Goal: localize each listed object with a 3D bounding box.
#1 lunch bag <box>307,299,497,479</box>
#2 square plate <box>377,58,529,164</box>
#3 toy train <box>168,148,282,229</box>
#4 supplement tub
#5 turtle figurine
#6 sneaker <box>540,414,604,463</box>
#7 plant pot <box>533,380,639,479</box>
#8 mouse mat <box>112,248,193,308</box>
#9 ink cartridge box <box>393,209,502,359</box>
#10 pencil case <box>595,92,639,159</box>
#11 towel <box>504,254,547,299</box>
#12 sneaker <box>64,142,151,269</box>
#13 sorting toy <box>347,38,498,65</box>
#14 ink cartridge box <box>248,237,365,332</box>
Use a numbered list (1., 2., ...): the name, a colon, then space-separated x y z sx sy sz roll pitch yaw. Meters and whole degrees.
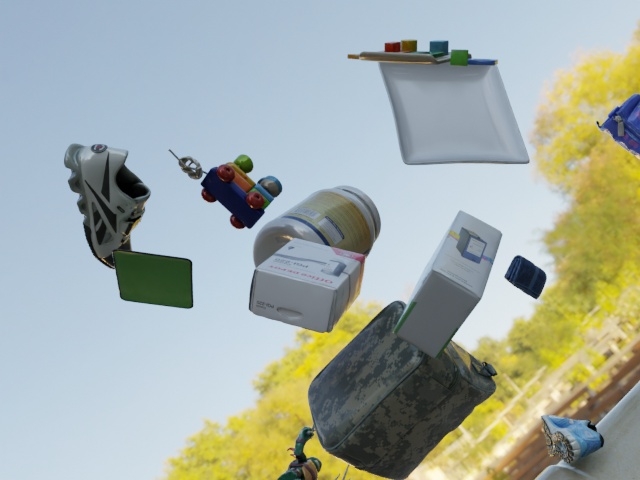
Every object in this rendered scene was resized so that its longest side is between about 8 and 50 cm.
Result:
1. lunch bag: 0.160 0.305 1.446 0.256 0.212 0.305 34 -73 -26
2. square plate: 0.337 -0.330 1.961 0.344 0.347 0.049 -3 -29 -14
3. toy train: -0.206 -0.153 1.696 0.105 0.248 0.143 -45 2 42
4. supplement tub: 0.000 0.000 1.937 0.316 0.228 0.228 -37 -17 -49
5. turtle figurine: -0.022 0.528 1.705 0.118 0.175 0.234 -42 -4 19
6. sneaker: 0.404 0.315 1.207 0.073 0.063 0.162 -12 1 -2
7. plant pot: 0.553 0.398 1.240 0.305 0.334 0.334 -47 -19 -15
8. mouse mat: -0.326 0.079 1.486 0.153 0.007 0.189 8 -35 -3
9. ink cartridge box: 0.217 0.070 1.270 0.212 0.093 0.154 -51 -10 -53
10. pencil case: 0.792 -0.210 1.763 0.133 0.306 0.119 -14 -31 -47
11. towel: 0.454 0.080 1.652 0.119 0.029 0.067 29 -95 -38
12. sneaker: -0.432 -0.061 1.630 0.146 0.122 0.330 -1 -45 5
13. sorting toy: 0.204 -0.405 1.615 0.196 0.348 0.047 -21 -63 -53
14. ink cartridge box: -0.020 0.079 1.405 0.218 0.159 0.092 -44 -35 -66
